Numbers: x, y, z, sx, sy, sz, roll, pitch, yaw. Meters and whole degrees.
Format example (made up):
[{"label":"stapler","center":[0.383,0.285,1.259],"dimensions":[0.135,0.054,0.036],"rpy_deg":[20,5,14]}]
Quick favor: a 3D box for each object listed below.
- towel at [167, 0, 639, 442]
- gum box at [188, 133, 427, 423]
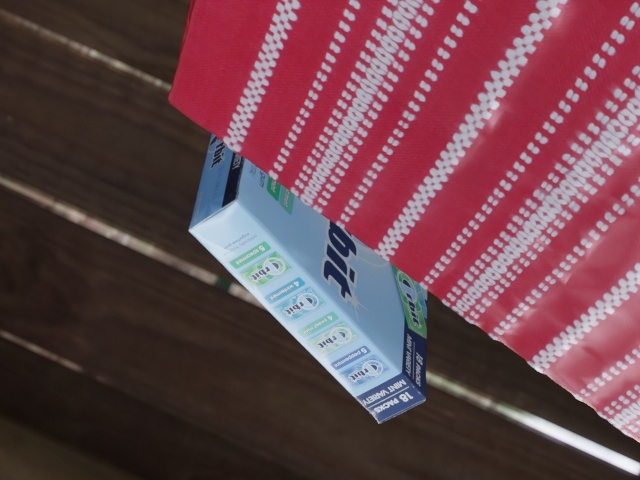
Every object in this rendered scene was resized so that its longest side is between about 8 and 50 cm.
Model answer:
[{"label":"towel","center":[0.081,-0.020,0.366],"dimensions":[0.031,0.275,0.199],"rpy_deg":[-51,175,-28]},{"label":"gum box","center":[0.000,0.000,0.891],"dimensions":[0.041,0.184,0.157],"rpy_deg":[-31,-151,24]}]
